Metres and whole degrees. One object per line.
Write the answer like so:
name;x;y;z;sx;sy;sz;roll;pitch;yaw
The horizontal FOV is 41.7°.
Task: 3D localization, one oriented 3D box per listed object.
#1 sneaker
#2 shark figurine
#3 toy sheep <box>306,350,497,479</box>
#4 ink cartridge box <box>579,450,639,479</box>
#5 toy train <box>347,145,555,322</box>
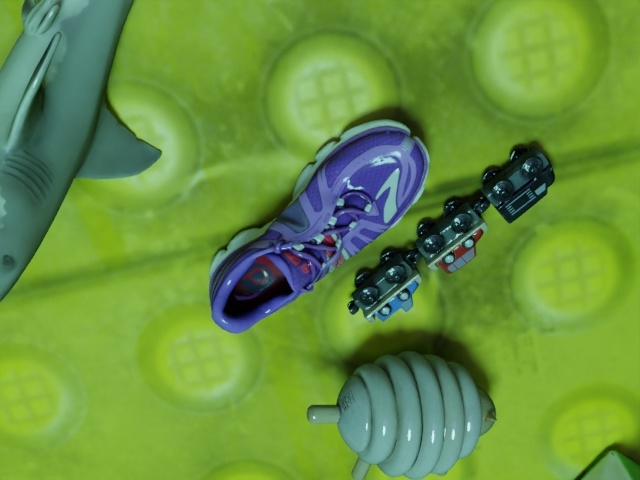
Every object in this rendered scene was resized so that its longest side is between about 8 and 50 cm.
sneaker;0.000;0.000;0.510;0.068;0.071;0.170;43;104;-15
shark figurine;-0.119;-0.092;0.478;0.116;0.166;0.278;32;90;-38
toy sheep;0.055;0.115;0.548;0.132;0.091;0.091;-1;112;-20
ink cartridge box;0.262;0.313;0.609;0.273;0.115;0.198;34;106;-13
toy train;0.083;0.001;0.537;0.158;0.027;0.036;-39;117;12
